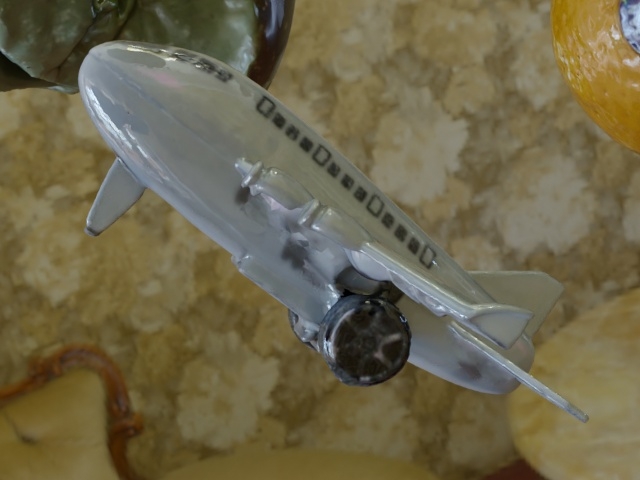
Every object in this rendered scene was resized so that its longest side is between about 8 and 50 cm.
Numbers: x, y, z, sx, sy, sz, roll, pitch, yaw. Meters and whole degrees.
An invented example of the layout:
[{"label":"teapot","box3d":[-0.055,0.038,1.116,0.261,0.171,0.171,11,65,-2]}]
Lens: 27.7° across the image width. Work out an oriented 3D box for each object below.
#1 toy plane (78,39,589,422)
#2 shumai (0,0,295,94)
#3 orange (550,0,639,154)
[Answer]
[{"label":"toy plane","box3d":[0.000,0.000,0.387,0.065,0.171,0.162,-62,12,1]},{"label":"shumai","box3d":[-0.159,-0.197,1.067,0.304,0.263,0.309,-29,33,58]},{"label":"orange","box3d":[0.187,-0.113,0.576,0.178,0.155,0.177,-37,-14,-11]}]
